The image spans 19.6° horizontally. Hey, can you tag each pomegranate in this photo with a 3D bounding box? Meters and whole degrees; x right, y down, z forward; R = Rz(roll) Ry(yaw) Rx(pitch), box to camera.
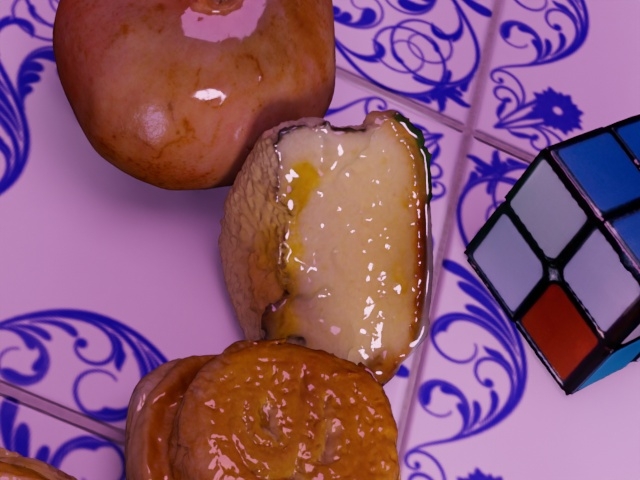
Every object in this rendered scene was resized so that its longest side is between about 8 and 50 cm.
[{"bbox_3d":[-0.105,-0.174,1.625,0.252,0.270,0.229,-1,64,-18],"label":"pomegranate"}]

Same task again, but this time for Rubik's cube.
[{"bbox_3d":[0.274,0.009,1.735,0.167,0.180,0.183,-19,68,-36],"label":"Rubik's cube"}]

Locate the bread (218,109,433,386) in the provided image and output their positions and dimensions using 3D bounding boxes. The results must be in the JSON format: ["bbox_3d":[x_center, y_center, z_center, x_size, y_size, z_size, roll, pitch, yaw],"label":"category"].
[{"bbox_3d":[-0.004,0.004,1.638,0.174,0.251,0.133,-9,17,-30],"label":"bread"}]

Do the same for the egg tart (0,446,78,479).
[{"bbox_3d":[-0.248,0.262,1.322,0.319,0.128,0.319,12,54,-17],"label":"egg tart"}]

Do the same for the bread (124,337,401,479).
[{"bbox_3d":[-0.040,0.181,1.489,0.236,0.120,0.198,9,54,-20],"label":"bread"}]
